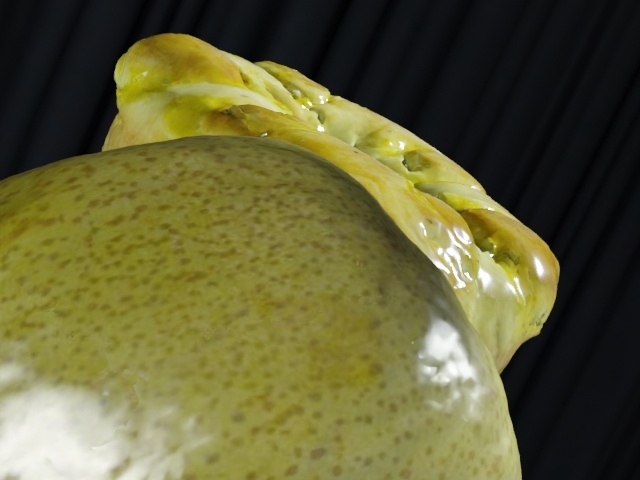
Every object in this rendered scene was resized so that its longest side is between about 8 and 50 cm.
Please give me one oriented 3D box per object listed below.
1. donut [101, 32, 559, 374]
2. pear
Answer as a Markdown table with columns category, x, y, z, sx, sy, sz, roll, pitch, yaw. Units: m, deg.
| category | x | y | z | sx | sy | sz | roll | pitch | yaw |
| --- | --- | --- | --- | --- | --- | --- | --- | --- | --- |
| donut | 0.000 | 0.000 | 1.041 | 0.208 | 0.128 | 0.261 | 15 | 19 | -43 |
| pear | -0.059 | 0.069 | 0.612 | 0.188 | 0.211 | 0.228 | 64 | -10 | 1 |
